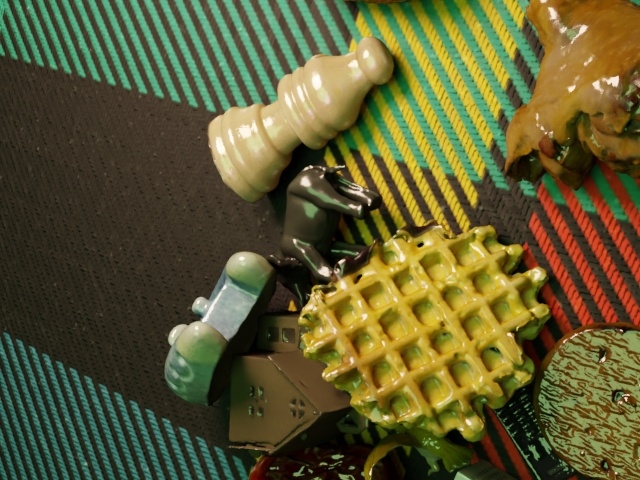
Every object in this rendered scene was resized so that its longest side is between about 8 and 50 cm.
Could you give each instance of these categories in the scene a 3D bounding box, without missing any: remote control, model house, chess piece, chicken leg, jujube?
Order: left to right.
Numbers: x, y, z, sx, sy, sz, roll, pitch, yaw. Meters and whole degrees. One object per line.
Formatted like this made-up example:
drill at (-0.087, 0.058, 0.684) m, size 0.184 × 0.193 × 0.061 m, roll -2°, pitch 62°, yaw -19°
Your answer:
chess piece at (-0.020, -0.192, 1.338) m, size 0.307 × 0.124 × 0.138 m, roll -30°, pitch 44°, yaw 26°
jujube at (0.006, 0.366, 1.293) m, size 0.230 × 0.155 × 0.155 m, roll -17°, pitch 81°, yaw 23°
model house at (0.024, 0.193, 1.237) m, size 0.243 × 0.211 × 0.204 m, roll 0°, pitch 92°, yaw 38°
remote control at (0.255, 0.213, 1.187) m, size 0.063 × 0.025 × 0.245 m, roll -31°, pitch 71°, yaw -1°
chicken leg at (0.307, -0.207, 1.096) m, size 0.295 × 0.182 × 0.409 m, roll -51°, pitch 59°, yaw 41°

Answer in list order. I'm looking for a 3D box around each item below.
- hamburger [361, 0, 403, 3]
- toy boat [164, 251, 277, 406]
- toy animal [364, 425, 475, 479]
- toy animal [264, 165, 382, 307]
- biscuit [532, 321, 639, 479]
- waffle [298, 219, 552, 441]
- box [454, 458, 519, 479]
hamburger at (0.069, -0.483, 1.245) m, size 0.319 × 0.158 × 0.318 m, roll 1°, pitch 91°, yaw 32°
toy boat at (-0.167, 0.127, 1.322) m, size 0.123 × 0.330 × 0.215 m, roll 28°, pitch 68°, yaw 4°
toy animal at (0.139, 0.285, 1.240) m, size 0.095 × 0.219 × 0.155 m, roll 53°, pitch 155°, yaw 4°
toy animal at (0.002, 0.001, 1.321) m, size 0.146 × 0.114 × 0.245 m, roll 20°, pitch 103°, yaw 22°
biscuit at (0.369, 0.204, 1.107) m, size 0.212 × 0.036 × 0.212 m, roll -2°, pitch 86°, yaw 30°
waffle at (0.140, 0.099, 1.158) m, size 0.307 × 0.060 × 0.312 m, roll 26°, pitch 66°, yaw 14°
box at (0.255, 0.347, 1.161) m, size 0.154 × 0.084 × 0.040 m, roll 26°, pitch 102°, yaw 31°
